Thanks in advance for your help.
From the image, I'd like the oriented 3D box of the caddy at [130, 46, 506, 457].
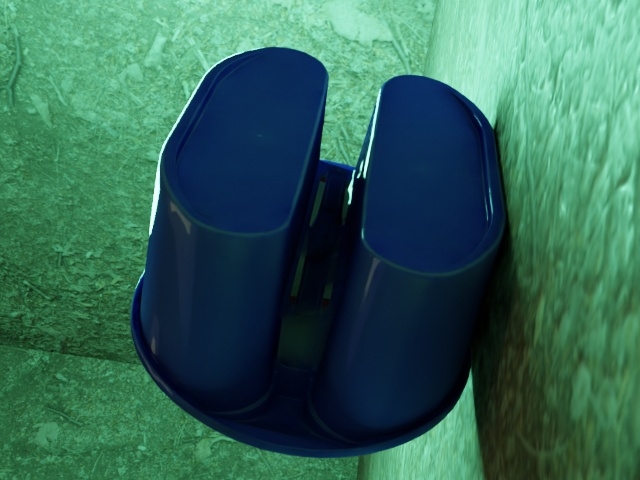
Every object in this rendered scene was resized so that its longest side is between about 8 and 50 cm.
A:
[{"bbox_3d":[0.000,0.000,0.592,0.341,0.241,0.179,-77,-1,-55],"label":"caddy"}]
